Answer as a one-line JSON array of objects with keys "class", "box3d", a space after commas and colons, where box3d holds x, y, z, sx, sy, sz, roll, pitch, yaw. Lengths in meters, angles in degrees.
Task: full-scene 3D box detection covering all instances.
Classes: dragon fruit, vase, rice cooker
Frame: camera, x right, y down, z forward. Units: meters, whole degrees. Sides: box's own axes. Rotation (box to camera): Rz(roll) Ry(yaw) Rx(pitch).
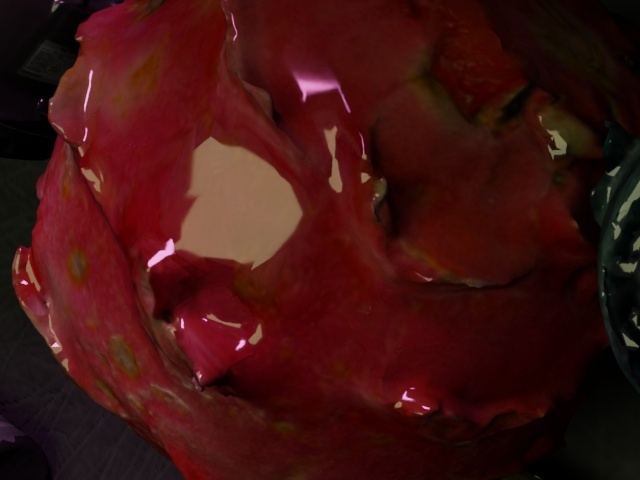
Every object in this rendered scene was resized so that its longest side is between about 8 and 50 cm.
[{"class": "dragon fruit", "box3d": [0.000, 0.000, 0.433, 0.210, 0.205, 0.268, -66, 12, -23]}, {"class": "vase", "box3d": [-0.247, 0.111, 0.794, 0.211, 0.060, 0.059, 22, 108, 44]}, {"class": "rice cooker", "box3d": [-0.172, -0.133, 0.646, 0.118, 0.142, 0.203, -42, 66, 26]}]

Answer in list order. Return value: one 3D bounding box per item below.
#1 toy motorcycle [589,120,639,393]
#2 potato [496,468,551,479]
[{"class": "toy motorcycle", "box3d": [0.179, -0.051, 0.272, 0.206, 0.154, 0.260, 17, 107, 7]}, {"class": "potato", "box3d": [0.077, 0.109, 0.466, 0.092, 0.045, 0.046, 21, 143, 46]}]
